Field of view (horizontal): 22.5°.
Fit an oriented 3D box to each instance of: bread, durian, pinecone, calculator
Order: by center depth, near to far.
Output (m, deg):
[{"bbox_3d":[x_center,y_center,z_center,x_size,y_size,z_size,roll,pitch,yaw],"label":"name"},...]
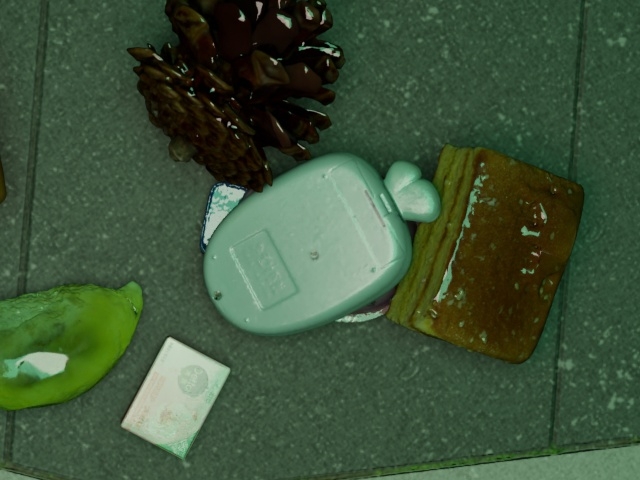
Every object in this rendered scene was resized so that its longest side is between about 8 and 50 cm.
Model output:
[{"bbox_3d":[-0.091,-0.199,1.854,0.264,0.264,0.264,0,89,-7],"label":"pinecone"},{"bbox_3d":[-0.001,0.001,1.884,0.295,0.042,0.184,-29,84,8],"label":"calculator"},{"bbox_3d":[-0.325,0.126,1.886,0.250,0.101,0.139,-10,89,-7],"label":"durian"},{"bbox_3d":[0.204,0.018,1.922,0.184,0.110,0.234,19,88,-35],"label":"bread"}]

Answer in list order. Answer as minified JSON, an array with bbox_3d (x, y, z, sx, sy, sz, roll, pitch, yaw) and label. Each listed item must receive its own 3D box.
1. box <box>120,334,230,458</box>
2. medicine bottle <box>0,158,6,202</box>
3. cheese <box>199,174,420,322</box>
[{"bbox_3d":[-0.174,0.187,1.932,0.089,0.043,0.125,27,86,-6],"label":"box"},{"bbox_3d":[-0.487,-0.135,1.803,0.238,0.238,0.232,-10,90,-7],"label":"medicine bottle"},{"bbox_3d":[0.000,0.000,1.942,0.286,0.074,0.189,10,87,-3],"label":"cheese"}]
